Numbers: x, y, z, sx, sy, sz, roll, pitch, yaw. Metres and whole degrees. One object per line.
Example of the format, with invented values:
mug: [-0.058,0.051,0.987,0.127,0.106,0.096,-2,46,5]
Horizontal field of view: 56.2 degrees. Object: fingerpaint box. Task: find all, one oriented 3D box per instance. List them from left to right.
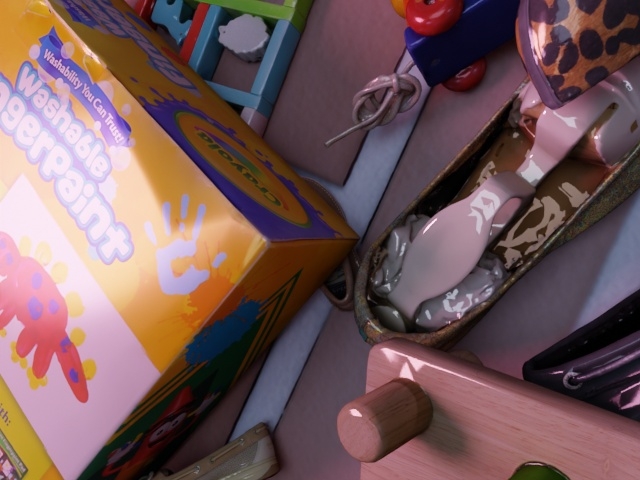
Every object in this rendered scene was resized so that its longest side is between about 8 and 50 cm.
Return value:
fingerpaint box: [-0.252,-0.019,0.538,0.445,0.163,0.371,45,108,18]

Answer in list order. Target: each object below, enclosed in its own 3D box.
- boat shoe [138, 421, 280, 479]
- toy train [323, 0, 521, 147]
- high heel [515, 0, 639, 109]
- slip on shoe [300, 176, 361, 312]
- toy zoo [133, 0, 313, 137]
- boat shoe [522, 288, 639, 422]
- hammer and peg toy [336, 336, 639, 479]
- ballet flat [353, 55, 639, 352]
boat shoe: [-0.113,0.204,0.517,0.153,0.056,0.048,-18,71,-7]
toy train: [0.081,-0.198,0.497,0.248,0.105,0.143,-30,62,16]
high heel: [0.252,-0.139,0.386,0.261,0.093,0.186,17,83,-9]
slip on shoe: [0.000,0.000,0.528,0.051,0.041,0.135,-27,74,17]
toy zoo: [-0.132,-0.162,0.610,0.192,0.030,0.293,22,91,23]
boat shoe: [0.267,0.009,0.374,0.113,0.127,0.340,44,109,9]
hammer and peg toy: [0.161,0.224,0.306,0.361,0.127,0.265,16,109,41]
ballet flat: [0.150,-0.047,0.435,0.123,0.123,0.348,45,100,21]
